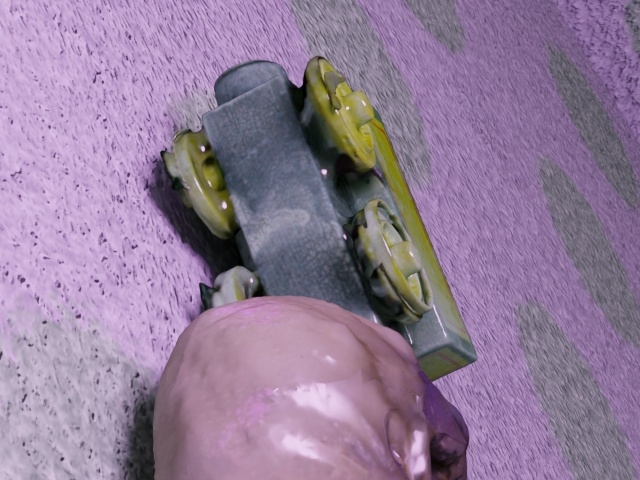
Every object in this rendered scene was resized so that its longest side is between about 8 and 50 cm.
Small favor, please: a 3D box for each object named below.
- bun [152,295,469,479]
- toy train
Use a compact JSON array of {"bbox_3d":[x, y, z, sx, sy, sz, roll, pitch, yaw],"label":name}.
[{"bbox_3d":[0.006,0.157,1.192,0.273,0.168,0.273,54,24,-38],"label":"bun"},{"bbox_3d":[0.000,0.000,1.408,0.188,0.159,0.271,36,31,-63],"label":"toy train"}]
